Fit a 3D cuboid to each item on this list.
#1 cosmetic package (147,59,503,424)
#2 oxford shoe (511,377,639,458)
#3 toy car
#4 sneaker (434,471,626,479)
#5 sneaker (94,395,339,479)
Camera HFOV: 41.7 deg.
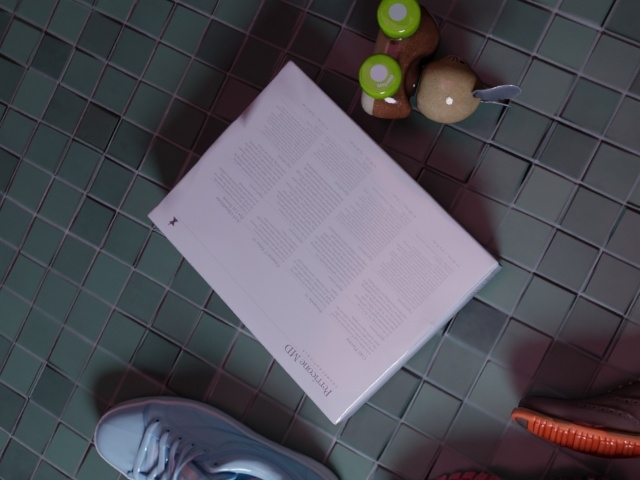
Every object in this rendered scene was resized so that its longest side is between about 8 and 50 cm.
[{"bbox_3d":[0.000,0.000,1.091,0.284,0.097,0.377,-45,75,7],"label":"cosmetic package"},{"bbox_3d":[0.364,0.203,0.984,0.272,0.097,0.098,7,68,12],"label":"oxford shoe"},{"bbox_3d":[0.154,-0.206,1.041,0.189,0.155,0.148,17,91,7],"label":"toy car"},{"bbox_3d":[0.227,0.354,0.993,0.299,0.121,0.112,-5,115,23],"label":"sneaker"},{"bbox_3d":[-0.150,0.293,1.084,0.366,0.150,0.135,13,88,17],"label":"sneaker"}]
